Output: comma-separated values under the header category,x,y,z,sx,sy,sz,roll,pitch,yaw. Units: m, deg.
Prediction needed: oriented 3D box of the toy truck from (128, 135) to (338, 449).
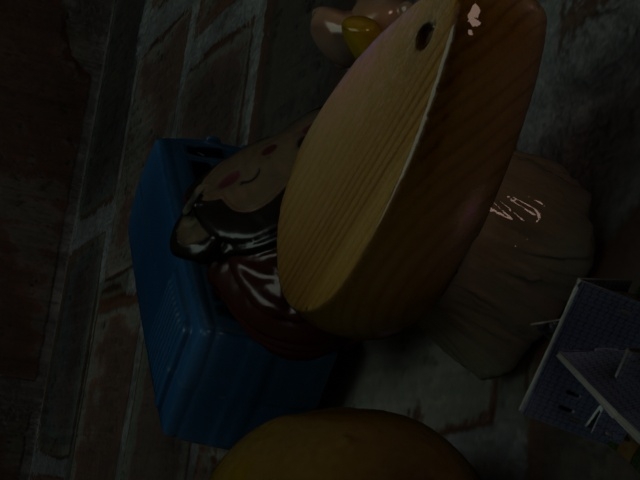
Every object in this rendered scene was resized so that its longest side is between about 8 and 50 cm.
category,x,y,z,sx,sy,sz,roll,pitch,yaw
toy truck,-0.093,0.036,1.166,0.385,0.162,0.161,-111,38,-54

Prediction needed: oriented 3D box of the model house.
category,x,y,z,sx,sy,sz,roll,pitch,yaw
model house,0.166,0.084,0.623,0.117,0.088,0.167,-68,24,20

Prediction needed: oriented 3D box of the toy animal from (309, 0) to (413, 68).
category,x,y,z,sx,sy,sz,roll,pitch,yaw
toy animal,0.051,-0.191,1.072,0.082,0.091,0.114,-52,34,-11

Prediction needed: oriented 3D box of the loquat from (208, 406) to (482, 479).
category,x,y,z,sx,sy,sz,roll,pitch,yaw
loquat,0.020,0.207,0.754,0.213,0.213,0.213,-167,90,-68

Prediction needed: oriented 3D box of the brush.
category,x,y,z,sx,sy,sz,roll,pitch,yaw
brush,0.094,-0.040,0.758,0.174,0.166,0.266,-100,32,-46

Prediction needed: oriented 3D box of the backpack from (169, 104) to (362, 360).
category,x,y,z,sx,sy,sz,roll,pitch,yaw
backpack,-0.001,-0.001,0.965,0.229,0.139,0.229,-13,51,17
